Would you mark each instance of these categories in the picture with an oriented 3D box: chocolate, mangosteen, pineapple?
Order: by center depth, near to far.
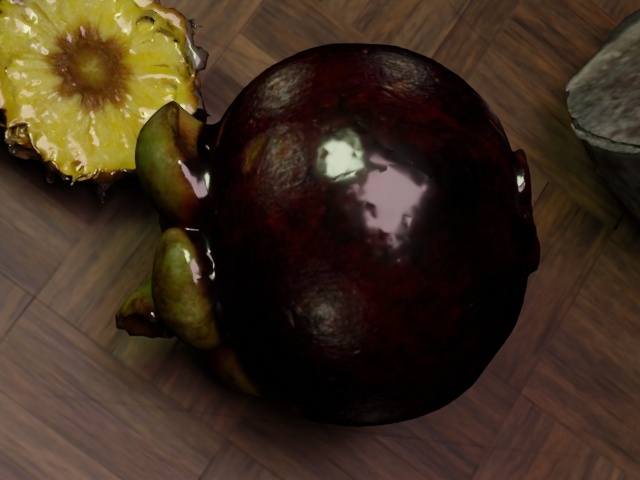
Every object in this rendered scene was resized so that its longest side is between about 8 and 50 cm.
[{"bbox_3d":[0.000,0.000,1.267,0.346,0.307,0.307,-10,75,5],"label":"mangosteen"},{"bbox_3d":[-0.198,-0.135,1.341,0.224,0.076,0.225,7,72,-21],"label":"pineapple"},{"bbox_3d":[0.398,-0.093,1.459,0.303,0.303,0.213,-44,122,-26],"label":"chocolate"}]
